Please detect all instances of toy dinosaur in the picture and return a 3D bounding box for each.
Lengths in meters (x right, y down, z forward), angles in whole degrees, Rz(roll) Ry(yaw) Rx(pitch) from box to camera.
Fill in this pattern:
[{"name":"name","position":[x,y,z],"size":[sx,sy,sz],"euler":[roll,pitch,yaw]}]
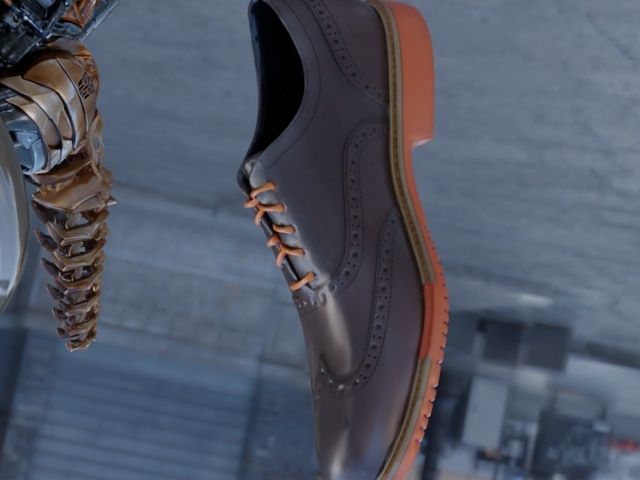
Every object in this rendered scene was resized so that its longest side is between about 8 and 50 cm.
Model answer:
[{"name":"toy dinosaur","position":[-0.190,-0.073,0.852],"size":[0.218,0.322,0.164],"euler":[-28,-170,-12]}]

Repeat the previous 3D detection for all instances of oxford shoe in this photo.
[{"name":"oxford shoe","position":[0.000,0.000,0.822],"size":[0.098,0.271,0.097],"euler":[9,157,-28]}]

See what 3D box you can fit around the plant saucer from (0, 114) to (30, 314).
[{"name":"plant saucer","position":[-0.209,-0.025,0.392],"size":[0.278,0.041,0.278],"euler":[9,147,6]}]
